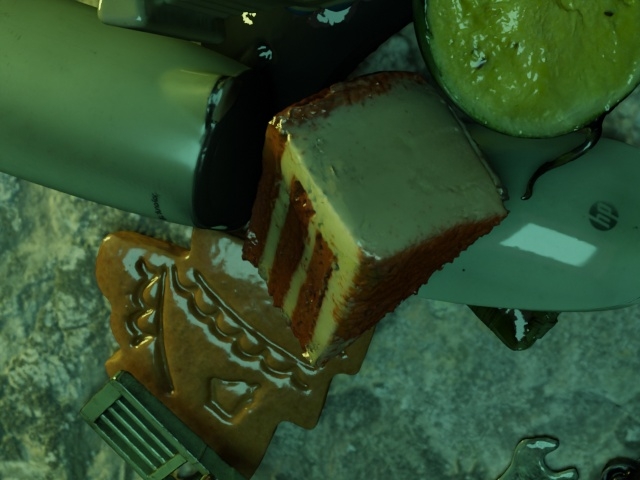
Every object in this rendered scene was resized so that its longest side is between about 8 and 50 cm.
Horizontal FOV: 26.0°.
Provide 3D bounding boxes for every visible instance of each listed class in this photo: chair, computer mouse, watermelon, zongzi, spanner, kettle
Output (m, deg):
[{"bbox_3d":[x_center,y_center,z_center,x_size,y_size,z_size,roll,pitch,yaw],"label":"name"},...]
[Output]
[{"bbox_3d":[-0.147,0.277,1.330,0.270,0.147,0.136,40,146,-6],"label":"chair"},{"bbox_3d":[0.162,-0.021,1.185,0.288,0.097,0.159,7,85,10],"label":"computer mouse"},{"bbox_3d":[-0.001,-0.206,1.190,0.147,0.088,0.264,46,114,-4],"label":"computer mouse"},{"bbox_3d":[0.166,-0.188,1.130,0.204,0.127,0.232,-40,114,-7],"label":"watermelon"},{"bbox_3d":[0.172,0.008,1.258,0.130,0.062,0.154,-45,80,1],"label":"zongzi"},{"bbox_3d":[0.132,0.296,1.374,0.071,0.017,0.302,45,111,-6],"label":"spanner"},{"bbox_3d":[-0.173,-0.098,1.213,0.255,0.165,0.240,17,152,14],"label":"kettle"}]

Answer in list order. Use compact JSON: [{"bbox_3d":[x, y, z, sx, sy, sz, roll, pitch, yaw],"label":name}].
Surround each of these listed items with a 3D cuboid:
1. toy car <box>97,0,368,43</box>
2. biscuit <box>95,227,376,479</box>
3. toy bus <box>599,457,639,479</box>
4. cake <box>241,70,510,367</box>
[{"bbox_3d":[-0.066,-0.334,1.041,0.226,0.242,0.336,-13,89,19],"label":"toy car"},{"bbox_3d":[-0.070,0.084,1.324,0.306,0.043,0.284,-26,102,19],"label":"biscuit"},{"bbox_3d":[0.282,0.300,1.295,0.133,0.116,0.234,45,112,-4],"label":"toy bus"},{"bbox_3d":[0.000,0.000,1.135,0.262,0.159,0.158,-45,67,32],"label":"cake"}]
